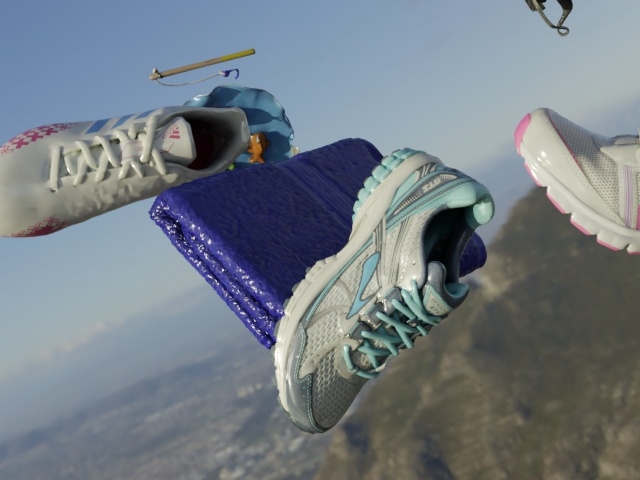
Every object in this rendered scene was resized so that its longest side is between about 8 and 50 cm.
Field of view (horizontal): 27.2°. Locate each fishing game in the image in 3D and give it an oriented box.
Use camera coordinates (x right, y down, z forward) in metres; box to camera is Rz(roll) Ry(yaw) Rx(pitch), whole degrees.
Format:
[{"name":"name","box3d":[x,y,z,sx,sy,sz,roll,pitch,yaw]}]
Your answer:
[{"name":"fishing game","box3d":[-0.116,-0.106,1.658,0.189,0.264,0.041,-12,30,-16]}]

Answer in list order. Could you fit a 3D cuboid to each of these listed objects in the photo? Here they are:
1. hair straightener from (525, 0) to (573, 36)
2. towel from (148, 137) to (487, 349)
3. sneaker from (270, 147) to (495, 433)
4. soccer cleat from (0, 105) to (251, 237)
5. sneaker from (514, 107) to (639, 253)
[{"name":"hair straightener","box3d":[0.211,-0.310,1.477,0.047,0.230,0.089,-14,35,44]},{"name":"towel","box3d":[0.000,0.000,1.384,0.308,0.227,0.076,-17,-41,-42]},{"name":"sneaker","box3d":[0.059,0.049,1.187,0.122,0.283,0.110,20,-12,40]},{"name":"soccer cleat","box3d":[-0.223,-0.092,1.442,0.331,0.116,0.143,-20,2,-39]},{"name":"sneaker","box3d":[0.258,-0.044,0.920,0.103,0.252,0.111,-80,14,-64]}]
